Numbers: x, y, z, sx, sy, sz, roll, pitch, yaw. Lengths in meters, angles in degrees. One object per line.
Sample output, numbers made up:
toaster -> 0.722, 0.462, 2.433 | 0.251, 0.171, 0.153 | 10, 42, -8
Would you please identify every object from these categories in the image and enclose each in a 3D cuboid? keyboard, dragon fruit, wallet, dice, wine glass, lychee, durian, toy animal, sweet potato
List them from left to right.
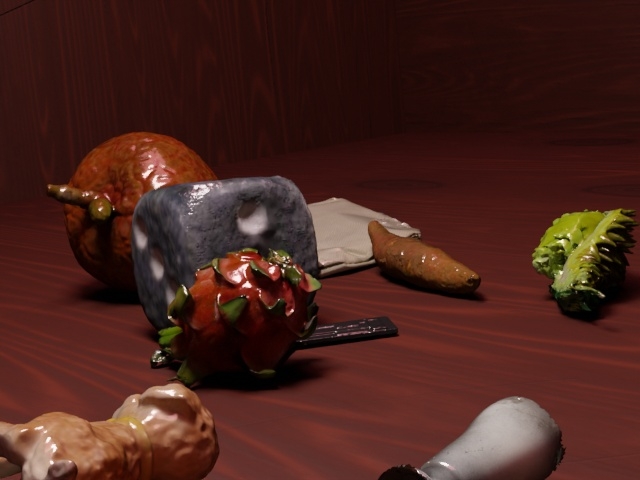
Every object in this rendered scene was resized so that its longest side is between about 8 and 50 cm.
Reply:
toy animal -> -0.138, 0.158, 0.838 | 0.185, 0.104, 0.184 | -3, -12, -35
lychee -> -0.257, -0.041, 1.692 | 0.255, 0.255, 0.300 | 1, -20, 34
dragon fruit -> -0.106, 0.091, 1.237 | 0.236, 0.135, 0.137 | -24, 1, 23
dice -> -0.118, 0.018, 1.415 | 0.181, 0.183, 0.182 | -8, 2, -32
keyboard -> -0.015, 0.111, 1.348 | 0.204, 0.013, 0.061 | -7, 10, -9
wallet -> -0.001, -0.003, 1.864 | 0.275, 0.068, 0.335 | -16, 20, -31
sweet potato -> 0.129, 0.030, 1.588 | 0.072, 0.066, 0.314 | -16, 15, -17
wine glass -> 0.105, 0.166, 0.818 | 0.072, 0.072, 0.155 | 3, 14, 40
durian -> 0.332, 0.017, 1.439 | 0.132, 0.107, 0.375 | -8, 4, 19
